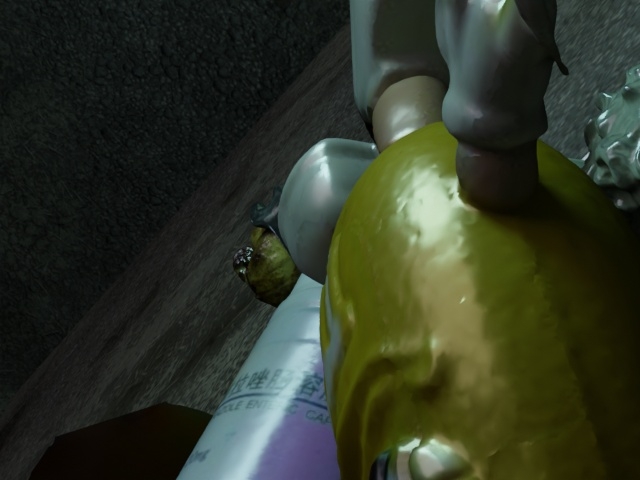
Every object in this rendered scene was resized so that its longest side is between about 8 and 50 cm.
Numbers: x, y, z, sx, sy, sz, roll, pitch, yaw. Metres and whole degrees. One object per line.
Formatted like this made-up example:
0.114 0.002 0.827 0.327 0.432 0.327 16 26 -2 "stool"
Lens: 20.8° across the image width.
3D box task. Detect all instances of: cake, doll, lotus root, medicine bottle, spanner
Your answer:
-0.104 0.238 1.172 0.208 0.185 0.178 -82 -8 -47 "cake"
0.069 0.016 0.772 0.161 0.348 0.423 -9 6 -8 "doll"
0.000 0.000 1.740 0.190 0.094 0.108 -31 61 38 "lotus root"
0.009 0.128 1.042 0.152 0.152 0.254 -38 18 55 "medicine bottle"
-0.015 0.017 1.650 0.054 0.015 0.254 -51 34 11 "spanner"

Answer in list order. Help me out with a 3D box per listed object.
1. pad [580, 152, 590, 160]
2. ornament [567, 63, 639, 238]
0.177 -0.010 1.183 0.156 0.004 0.232 -49 10 21 "pad"
0.157 -0.008 0.907 0.120 0.130 0.285 -60 11 -31 "ornament"
